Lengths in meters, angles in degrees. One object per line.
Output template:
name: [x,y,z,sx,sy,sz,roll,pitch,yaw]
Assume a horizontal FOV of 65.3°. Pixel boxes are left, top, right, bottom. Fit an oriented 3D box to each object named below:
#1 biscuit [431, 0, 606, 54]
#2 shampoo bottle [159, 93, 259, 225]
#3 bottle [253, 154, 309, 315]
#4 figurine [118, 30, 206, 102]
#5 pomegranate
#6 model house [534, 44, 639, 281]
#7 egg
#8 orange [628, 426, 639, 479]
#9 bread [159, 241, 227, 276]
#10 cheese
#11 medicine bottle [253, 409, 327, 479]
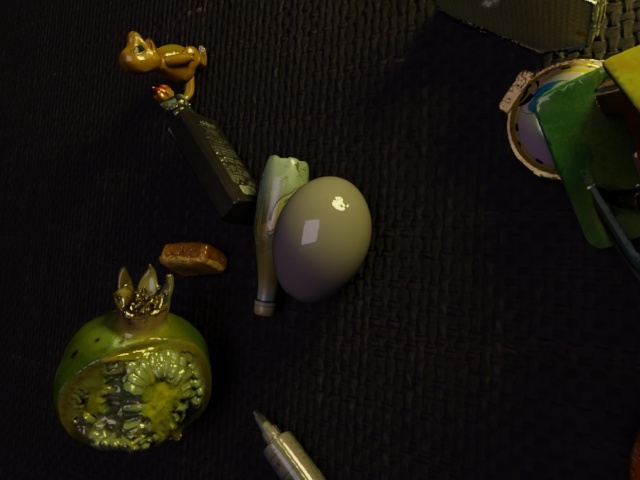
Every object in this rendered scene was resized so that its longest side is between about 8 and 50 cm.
biscuit: [0.242,-0.314,0.644,0.250,0.147,0.046,39,95,28]
shampoo bottle: [-0.207,-0.164,0.937,0.071,0.098,0.310,-45,64,25]
bottle: [-0.074,-0.005,0.850,0.083,0.083,0.270,10,93,32]
figurine: [-0.312,-0.331,0.980,0.121,0.176,0.123,10,102,34]
pomegranate: [-0.315,0.207,0.866,0.260,0.260,0.341,23,108,31]
model house: [0.396,-0.041,0.412,0.300,0.323,0.340,-22,95,21]
egg: [0.000,0.000,0.763,0.146,0.146,0.199,29,100,30]
orange: [0.416,0.248,0.468,0.223,0.170,0.224,-5,80,32]
bread: [-0.244,0.036,0.955,0.132,0.074,0.054,0,67,31]
cheese: [0.343,-0.130,0.615,0.250,0.064,0.157,36,105,17]
medicine bottle: [-0.051,0.356,0.812,0.199,0.057,0.058,46,109,26]
